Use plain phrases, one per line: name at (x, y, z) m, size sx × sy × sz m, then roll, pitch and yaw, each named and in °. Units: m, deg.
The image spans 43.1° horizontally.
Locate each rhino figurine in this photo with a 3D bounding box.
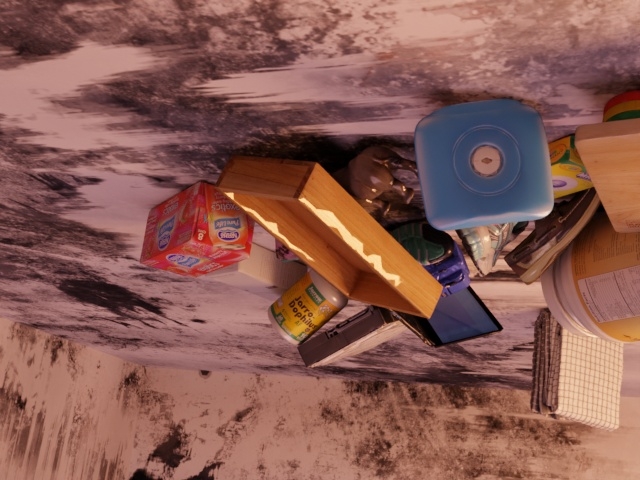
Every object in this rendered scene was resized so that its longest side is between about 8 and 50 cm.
rhino figurine at (0.072, -0.090, 1.324) m, size 0.106 × 0.073 × 0.243 m, roll 23°, pitch 161°, yaw -15°

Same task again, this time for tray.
tray at (0.026, -0.003, 1.402) m, size 0.203 × 0.076 × 0.411 m, roll 11°, pitch 157°, yaw 44°

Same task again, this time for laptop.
laptop at (0.225, 0.107, 1.742) m, size 0.264 × 0.136 × 0.234 m, roll 41°, pitch -170°, yaw -28°

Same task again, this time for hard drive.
hard drive at (0.126, 0.209, 1.937) m, size 0.237 × 0.064 × 0.339 m, roll -33°, pitch 165°, yaw 26°

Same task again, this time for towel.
towel at (0.657, 0.331, 2.079) m, size 0.235 × 0.283 × 0.121 m, roll 17°, pitch 161°, yaw -26°

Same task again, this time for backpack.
backpack at (0.239, 0.066, 1.665) m, size 0.120 × 0.101 × 0.098 m, roll -22°, pitch 149°, yaw 12°

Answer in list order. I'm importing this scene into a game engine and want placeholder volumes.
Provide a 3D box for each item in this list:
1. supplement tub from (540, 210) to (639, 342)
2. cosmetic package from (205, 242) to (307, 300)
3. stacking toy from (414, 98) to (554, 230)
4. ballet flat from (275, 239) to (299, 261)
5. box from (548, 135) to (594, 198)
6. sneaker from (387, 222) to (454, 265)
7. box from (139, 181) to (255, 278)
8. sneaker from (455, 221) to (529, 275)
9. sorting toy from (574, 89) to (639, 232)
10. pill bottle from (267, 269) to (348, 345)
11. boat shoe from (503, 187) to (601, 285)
supplement tub at (0.538, 0.044, 1.313) m, size 0.228 × 0.228 × 0.316 m, roll 15°, pitch 161°, yaw -25°
cosmetic package at (-0.147, 0.073, 1.901) m, size 0.117 × 0.085 × 0.231 m, roll -10°, pitch 157°, yaw 40°
stacking toy at (0.216, -0.088, 1.192) m, size 0.175 × 0.165 × 0.302 m, roll -7°, pitch 174°, yaw 0°
ballet flat at (0.000, 0.000, 1.635) m, size 0.221 × 0.079 × 0.077 m, roll -2°, pitch -156°, yaw 30°
box at (0.360, -0.106, 1.219) m, size 0.105 × 0.043 × 0.179 m, roll 16°, pitch 159°, yaw -28°
sneaker at (0.184, 0.006, 1.617) m, size 0.224 × 0.083 × 0.098 m, roll -2°, pitch -179°, yaw 42°
box at (-0.243, -0.014, 1.596) m, size 0.128 × 0.122 × 0.257 m, roll 18°, pitch 159°, yaw -30°
sneaker at (0.307, -0.014, 1.417) m, size 0.122 × 0.110 × 0.283 m, roll -29°, pitch 170°, yaw 9°
sorting toy at (0.489, -0.112, 1.043) m, size 0.257 × 0.089 × 0.255 m, roll -3°, pitch 152°, yaw 31°
pill bottle at (-0.011, 0.134, 1.854) m, size 0.208 × 0.117 × 0.117 m, roll -42°, pitch 143°, yaw 15°
boat shoe at (0.376, -0.022, 1.317) m, size 0.073 × 0.080 × 0.223 m, roll 36°, pitch 126°, yaw 7°
